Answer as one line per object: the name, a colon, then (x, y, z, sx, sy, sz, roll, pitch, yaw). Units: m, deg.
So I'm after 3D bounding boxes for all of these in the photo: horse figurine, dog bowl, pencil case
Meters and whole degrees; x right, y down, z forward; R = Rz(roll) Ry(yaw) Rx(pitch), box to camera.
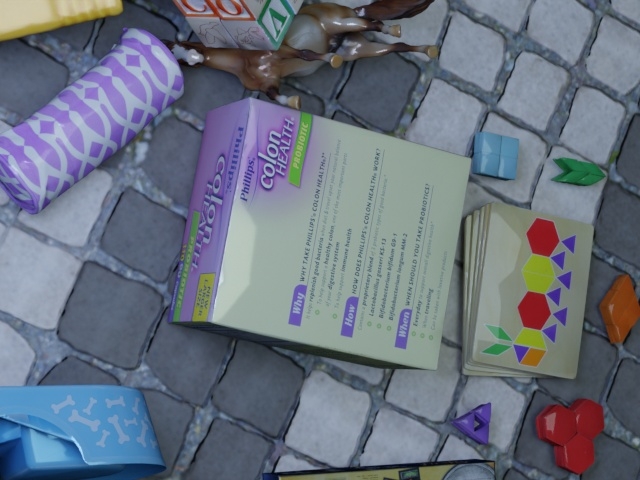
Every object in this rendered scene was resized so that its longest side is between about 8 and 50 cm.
horse figurine: (-0.004, -0.189, 1.608, 0.263, 0.174, 0.066, -26, 119, -32)
dog bowl: (-0.281, 0.173, 1.444, 0.297, 0.166, 0.074, 2, 74, -25)
pencil case: (-0.218, -0.115, 1.529, 0.088, 0.086, 0.206, 39, 65, 18)

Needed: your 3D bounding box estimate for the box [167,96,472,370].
box: (0.000, 0.000, 1.606, 0.243, 0.117, 0.214, 13, 81, -25)

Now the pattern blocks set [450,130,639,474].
pattern blocks set: (0.215, 0.060, 1.750, 0.285, 0.026, 0.325, 21, 78, -26)

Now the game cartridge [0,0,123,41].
game cartridge: (-0.342, -0.302, 1.429, 0.323, 0.053, 0.285, -14, 98, -4)

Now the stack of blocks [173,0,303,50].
stack of blocks: (-0.034, -0.320, 1.561, 0.171, 0.087, 0.297, 53, 53, -45)

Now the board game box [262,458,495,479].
board game box: (0.062, 0.306, 1.657, 0.243, 0.042, 0.165, 0, 86, -25)
